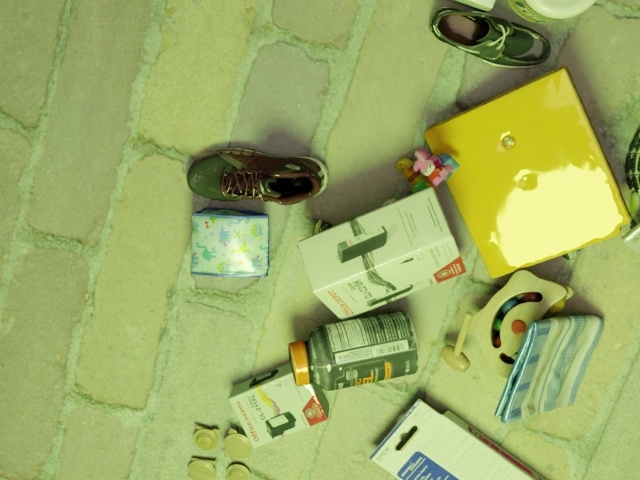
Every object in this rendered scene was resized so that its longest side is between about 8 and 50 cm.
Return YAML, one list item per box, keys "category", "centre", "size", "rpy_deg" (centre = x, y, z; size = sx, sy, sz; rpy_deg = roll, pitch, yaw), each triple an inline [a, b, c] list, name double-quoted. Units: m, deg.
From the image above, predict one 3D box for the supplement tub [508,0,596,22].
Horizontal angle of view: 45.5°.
- category: "supplement tub"
  centre: [0.399, -0.452, 1.317]
  size: [0.144, 0.200, 0.144]
  rpy_deg: [1, 103, 4]

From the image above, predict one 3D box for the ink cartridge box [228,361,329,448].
- category: "ink cartridge box"
  centre: [-0.086, 0.340, 1.597]
  size: [0.175, 0.072, 0.127]
  rpy_deg: [-24, 101, 8]

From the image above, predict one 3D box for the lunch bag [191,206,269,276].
- category: "lunch bag"
  centre: [-0.174, 0.004, 1.515]
  size: [0.151, 0.096, 0.129]
  rpy_deg: [4, 103, 13]

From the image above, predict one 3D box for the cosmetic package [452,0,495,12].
- category: "cosmetic package"
  centre: [0.176, -0.606, 1.349]
  size: [0.377, 0.097, 0.285]
  rpy_deg: [19, 101, 1]

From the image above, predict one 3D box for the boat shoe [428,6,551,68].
- category: "boat shoe"
  centre: [0.314, -0.371, 1.405]
  size: [0.233, 0.079, 0.084]
  rpy_deg: [17, 102, -2]

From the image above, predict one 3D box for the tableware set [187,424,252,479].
- category: "tableware set"
  centre: [-0.217, 0.472, 1.656]
  size: [0.141, 0.020, 0.169]
  rpy_deg: [10, 113, 7]

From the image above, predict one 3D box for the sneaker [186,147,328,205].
- category: "sneaker"
  centre: [-0.128, -0.118, 1.448]
  size: [0.281, 0.162, 0.107]
  rpy_deg: [-2, 103, 4]

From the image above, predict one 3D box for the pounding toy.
- category: "pounding toy"
  centre: [0.365, 0.180, 1.463]
  size: [0.154, 0.155, 0.269]
  rpy_deg: [47, 108, 23]

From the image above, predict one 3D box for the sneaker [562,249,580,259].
- category: "sneaker"
  centre: [0.472, -0.033, 1.490]
  size: [0.058, 0.052, 0.135]
  rpy_deg: [-29, 97, -8]

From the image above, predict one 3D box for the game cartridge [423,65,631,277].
- category: "game cartridge"
  centre: [0.387, -0.119, 1.430]
  size: [0.285, 0.053, 0.324]
  rpy_deg: [-22, 101, 26]

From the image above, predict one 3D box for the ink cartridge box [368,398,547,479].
- category: "ink cartridge box"
  centre: [0.299, 0.490, 1.610]
  size: [0.371, 0.069, 0.176]
  rpy_deg: [36, 103, -7]

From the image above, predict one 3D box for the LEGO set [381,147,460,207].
- category: "LEGO set"
  centre: [0.179, -0.120, 1.453]
  size: [0.093, 0.087, 0.227]
  rpy_deg: [47, 145, 7]

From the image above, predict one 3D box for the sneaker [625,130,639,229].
- category: "sneaker"
  centre: [0.652, -0.101, 1.448]
  size: [0.110, 0.107, 0.275]
  rpy_deg: [-10, 108, -13]

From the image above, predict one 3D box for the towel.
- category: "towel"
  centre: [0.447, 0.242, 1.462]
  size: [0.034, 0.285, 0.209]
  rpy_deg: [28, 107, 41]

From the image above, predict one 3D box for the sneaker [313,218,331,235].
- category: "sneaker"
  centre: [0.000, 0.000, 1.534]
  size: [0.035, 0.031, 0.083]
  rpy_deg: [13, 103, 0]

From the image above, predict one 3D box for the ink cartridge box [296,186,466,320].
- category: "ink cartridge box"
  centre: [0.118, 0.032, 1.439]
  size: [0.272, 0.197, 0.114]
  rpy_deg: [-22, 64, 9]

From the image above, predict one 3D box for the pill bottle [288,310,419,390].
- category: "pill bottle"
  centre: [0.062, 0.222, 1.506]
  size: [0.245, 0.130, 0.131]
  rpy_deg: [-10, 102, -7]

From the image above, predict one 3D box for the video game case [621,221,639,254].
- category: "video game case"
  centre: [0.657, -0.013, 1.380]
  size: [0.143, 0.019, 0.157]
  rpy_deg: [33, 124, -11]
